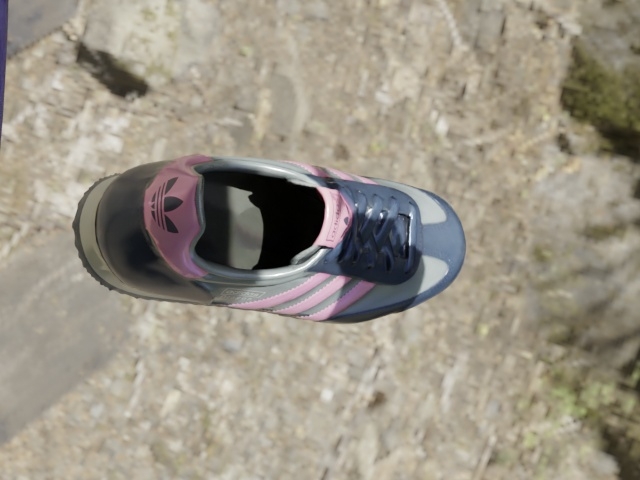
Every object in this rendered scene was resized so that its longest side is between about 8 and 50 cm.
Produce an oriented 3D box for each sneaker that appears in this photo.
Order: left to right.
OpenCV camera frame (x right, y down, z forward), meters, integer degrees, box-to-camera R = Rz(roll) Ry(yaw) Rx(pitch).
[{"bbox_3d":[0.000,0.000,1.005,0.319,0.131,0.112,0,83,-36],"label":"sneaker"}]

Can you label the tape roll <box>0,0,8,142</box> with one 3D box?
[{"bbox_3d":[-0.150,-0.094,0.475,0.080,0.189,0.189,0,109,-19],"label":"tape roll"}]
